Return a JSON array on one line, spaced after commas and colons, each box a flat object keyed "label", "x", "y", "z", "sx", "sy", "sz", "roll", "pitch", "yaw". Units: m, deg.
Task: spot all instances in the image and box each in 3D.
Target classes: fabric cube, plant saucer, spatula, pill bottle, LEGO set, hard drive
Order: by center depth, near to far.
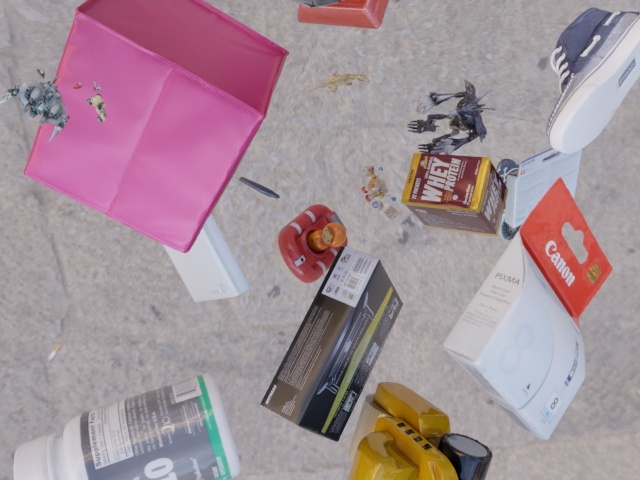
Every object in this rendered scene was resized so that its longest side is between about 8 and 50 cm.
[{"label": "LEGO set", "x": -0.205, "y": -0.110, "z": 0.466, "sx": 0.023, "sy": 0.083, "sz": 0.054, "roll": 0, "pitch": 117, "yaw": 45}, {"label": "fabric cube", "x": -0.225, "y": -0.191, "z": 0.868, "sx": 0.259, "sy": 0.254, "sz": 0.258, "roll": 28, "pitch": 123, "yaw": -13}, {"label": "pill bottle", "x": -0.346, "y": 0.396, "z": 1.100, "sx": 0.361, "sy": 0.204, "sz": 0.204, "roll": -16, "pitch": 110, "yaw": -14}, {"label": "hard drive", "x": -0.266, "y": -0.026, "z": 1.166, "sx": 0.040, "sy": 0.203, "sz": 0.307, "roll": -33, "pitch": 101, "yaw": -35}, {"label": "plant saucer", "x": 0.067, "y": -0.660, "z": 1.463, "sx": 0.259, "sy": 0.047, "sz": 0.258, "roll": 19, "pitch": 92, "yaw": 33}, {"label": "spatula", "x": -0.256, "y": -0.178, "z": 1.716, "sx": 0.296, "sy": 0.084, "sz": 0.030, "roll": 19, "pitch": 90, "yaw": -6}]

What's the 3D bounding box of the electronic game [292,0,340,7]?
[{"label": "electronic game", "x": 0.063, "y": -0.387, "z": 0.837, "sx": 0.229, "sy": 0.229, "sz": 0.048, "roll": -20, "pitch": 102, "yaw": 6}]

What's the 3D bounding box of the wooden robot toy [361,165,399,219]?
[{"label": "wooden robot toy", "x": 0.145, "y": -0.133, "z": 1.602, "sx": 0.076, "sy": 0.079, "sz": 0.173, "roll": -27, "pitch": 76, "yaw": 22}]

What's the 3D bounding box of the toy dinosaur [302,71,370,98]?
[{"label": "toy dinosaur", "x": 0.037, "y": -0.420, "z": 1.577, "sx": 0.183, "sy": 0.092, "sz": 0.053, "roll": -13, "pitch": 102, "yaw": 5}]

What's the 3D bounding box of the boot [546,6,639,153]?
[{"label": "boot", "x": 0.279, "y": -0.174, "z": 0.641, "sx": 0.190, "sy": 0.086, "sz": 0.069, "roll": -47, "pitch": 137, "yaw": -14}]

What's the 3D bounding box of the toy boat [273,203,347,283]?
[{"label": "toy boat", "x": 0.000, "y": 0.000, "z": 1.432, "sx": 0.151, "sy": 0.231, "sz": 0.151, "roll": -23, "pitch": 105, "yaw": 46}]

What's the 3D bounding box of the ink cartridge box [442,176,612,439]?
[{"label": "ink cartridge box", "x": 0.423, "y": 0.129, "z": 1.086, "sx": 0.385, "sy": 0.091, "sz": 0.308, "roll": -52, "pitch": 124, "yaw": -11}]

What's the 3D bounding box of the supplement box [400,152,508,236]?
[{"label": "supplement box", "x": 0.329, "y": -0.110, "z": 1.446, "sx": 0.191, "sy": 0.194, "sz": 0.129, "roll": 9, "pitch": 77, "yaw": 33}]

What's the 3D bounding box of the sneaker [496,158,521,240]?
[{"label": "sneaker", "x": 0.594, "y": -0.142, "z": 1.965, "sx": 0.110, "sy": 0.122, "sz": 0.283, "roll": -16, "pitch": 120, "yaw": -11}]

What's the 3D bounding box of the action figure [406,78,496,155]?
[{"label": "action figure", "x": 0.316, "y": -0.291, "z": 1.489, "sx": 0.141, "sy": 0.275, "sz": 0.164, "roll": -17, "pitch": 85, "yaw": -19}]

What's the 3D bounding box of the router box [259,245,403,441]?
[{"label": "router box", "x": 0.035, "y": 0.197, "z": 1.087, "sx": 0.081, "sy": 0.243, "sz": 0.309, "roll": 21, "pitch": 73, "yaw": 26}]

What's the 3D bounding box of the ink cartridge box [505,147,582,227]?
[{"label": "ink cartridge box", "x": 0.599, "y": -0.167, "z": 1.601, "sx": 0.223, "sy": 0.045, "sz": 0.224, "roll": -23, "pitch": 133, "yaw": -15}]

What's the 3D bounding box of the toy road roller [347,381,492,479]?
[{"label": "toy road roller", "x": 0.127, "y": 0.410, "z": 1.092, "sx": 0.240, "sy": 0.329, "sz": 0.202, "roll": 12, "pitch": 98, "yaw": -32}]
